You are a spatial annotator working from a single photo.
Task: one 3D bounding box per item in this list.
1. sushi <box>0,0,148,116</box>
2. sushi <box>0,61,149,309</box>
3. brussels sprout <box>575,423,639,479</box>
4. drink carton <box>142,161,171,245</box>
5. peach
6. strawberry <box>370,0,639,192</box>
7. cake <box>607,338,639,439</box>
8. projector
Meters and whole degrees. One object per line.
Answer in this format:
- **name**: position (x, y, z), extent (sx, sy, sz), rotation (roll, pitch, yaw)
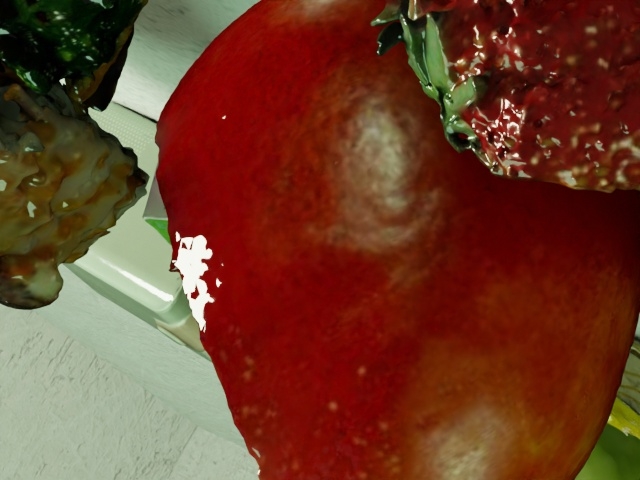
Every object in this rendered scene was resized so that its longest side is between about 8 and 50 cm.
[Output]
- **sushi**: position (-0.171, -0.180, 1.060), extent (0.149, 0.140, 0.287), rotation (31, 171, 31)
- **sushi**: position (-0.303, -0.142, 1.258), extent (0.417, 0.176, 0.417), rotation (51, 180, 0)
- **brussels sprout**: position (0.194, 0.234, 1.655), extent (0.316, 0.242, 0.274), rotation (16, -173, 6)
- **drink carton**: position (0.000, 0.000, 1.371), extent (0.161, 0.108, 0.271), rotation (1, 156, 25)
- **peach**: position (0.032, 0.032, 0.953), extent (0.281, 0.338, 0.281), rotation (17, 174, 2)
- **strawberry**: position (0.119, -0.088, 0.807), extent (0.192, 0.140, 0.085), rotation (35, 138, 27)
- **cake**: position (0.275, 0.119, 1.421), extent (0.185, 0.080, 0.116), rotation (32, 159, 46)
- **projector**: position (-0.131, 0.002, 1.657), extent (0.242, 0.163, 0.177), rotation (26, 169, 31)
